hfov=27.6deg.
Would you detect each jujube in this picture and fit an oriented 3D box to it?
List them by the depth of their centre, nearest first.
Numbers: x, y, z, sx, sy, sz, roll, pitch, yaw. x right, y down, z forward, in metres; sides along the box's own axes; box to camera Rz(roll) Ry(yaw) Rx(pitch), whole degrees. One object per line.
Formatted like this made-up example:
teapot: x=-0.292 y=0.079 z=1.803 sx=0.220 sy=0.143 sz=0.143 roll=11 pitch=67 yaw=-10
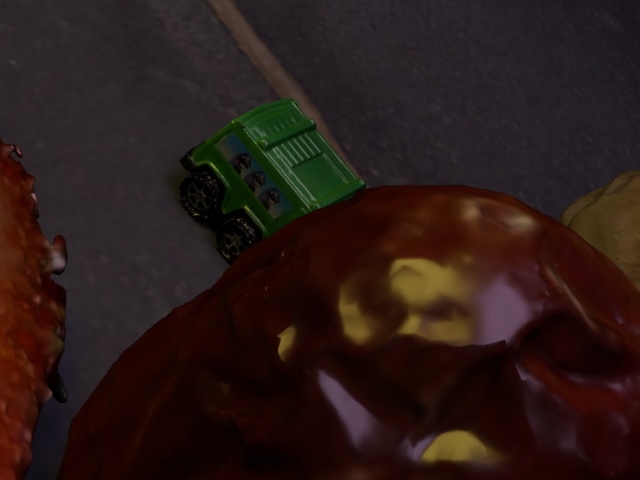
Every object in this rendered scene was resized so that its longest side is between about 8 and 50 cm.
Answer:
jujube: x=0.008 y=0.080 z=0.483 sx=0.174 sy=0.250 sz=0.174 roll=24 pitch=46 yaw=-28

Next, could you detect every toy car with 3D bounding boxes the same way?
toy car: x=0.000 y=0.000 z=0.691 sx=0.165 sy=0.062 sz=0.071 roll=51 pitch=39 yaw=7

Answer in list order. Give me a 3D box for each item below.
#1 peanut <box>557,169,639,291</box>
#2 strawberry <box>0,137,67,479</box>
peanut: x=0.184 y=0.044 z=0.764 sx=0.130 sy=0.130 sz=0.290 roll=41 pitch=38 yaw=-4
strawberry: x=-0.199 y=0.046 z=0.456 sx=0.233 sy=0.138 sz=0.306 roll=68 pitch=15 yaw=-1
